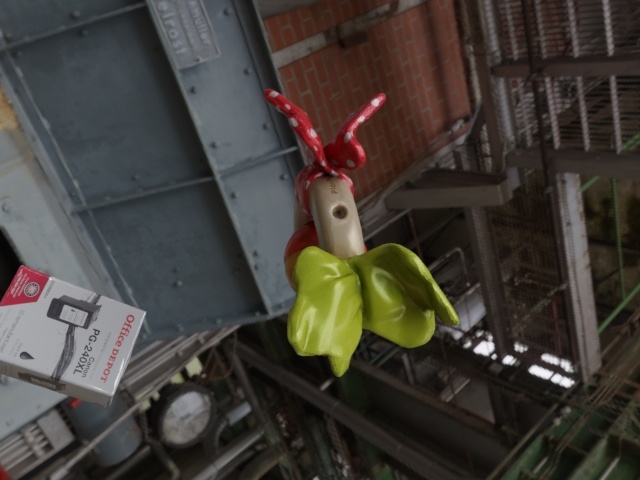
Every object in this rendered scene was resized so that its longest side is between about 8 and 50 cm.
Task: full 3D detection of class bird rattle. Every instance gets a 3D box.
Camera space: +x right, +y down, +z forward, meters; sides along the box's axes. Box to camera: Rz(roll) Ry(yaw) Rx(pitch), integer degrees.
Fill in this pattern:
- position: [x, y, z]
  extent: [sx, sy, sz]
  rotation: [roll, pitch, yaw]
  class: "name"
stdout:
- position: [0.000, 0.000, 0.555]
  extent: [0.207, 0.143, 0.253]
  rotation: [109, -37, -59]
  class: "bird rattle"

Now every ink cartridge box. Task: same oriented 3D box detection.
- position: [-0.289, 0.110, 0.699]
  extent: [0.150, 0.109, 0.063]
  rotation: [23, -34, -14]
  class: "ink cartridge box"
